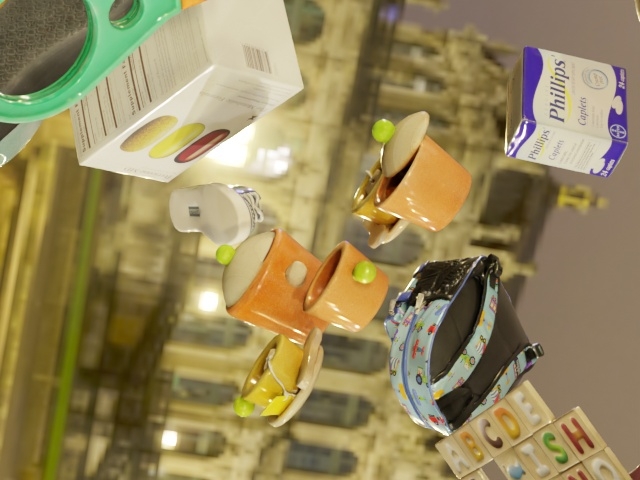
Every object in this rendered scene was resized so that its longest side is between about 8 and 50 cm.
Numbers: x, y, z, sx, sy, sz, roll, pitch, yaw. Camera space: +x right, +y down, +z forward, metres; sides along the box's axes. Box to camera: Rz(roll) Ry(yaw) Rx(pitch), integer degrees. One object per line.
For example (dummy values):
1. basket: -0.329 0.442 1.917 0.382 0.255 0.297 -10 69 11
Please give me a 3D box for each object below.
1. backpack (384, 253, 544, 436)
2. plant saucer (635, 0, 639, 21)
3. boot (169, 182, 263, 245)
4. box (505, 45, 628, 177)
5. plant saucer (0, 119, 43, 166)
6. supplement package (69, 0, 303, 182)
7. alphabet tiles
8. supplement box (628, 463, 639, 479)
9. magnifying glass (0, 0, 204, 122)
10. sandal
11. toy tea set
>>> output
1. backpack: 0.131 0.120 1.558 0.173 0.117 0.158 -56 129 -39
2. plant saucer: 0.412 -0.339 1.669 0.332 0.084 0.332 -178 -90 -86
3. boot: -0.094 -0.037 1.691 0.190 0.086 0.069 17 -67 62
4. box: 0.304 -0.160 1.901 0.072 0.137 0.126 110 -10 -53
5. plant saucer: -0.306 -0.069 1.222 0.195 0.195 0.037 132 -58 -78
6. supplement package: -0.159 -0.183 1.731 0.244 0.139 0.134 -31 -118 38
7. alphabet tiles: 0.200 0.225 1.315 0.198 0.009 0.237 55 -28 9
8. supplement box: 0.373 0.350 1.577 0.239 0.130 0.073 42 -24 39
9. magnifying glass: -0.103 -0.134 0.866 0.026 0.231 0.092 40 -34 39
10. sandal: -0.204 -0.123 1.089 0.254 0.097 0.054 -45 138 -24
11. toy tea set: 0.000 0.000 1.384 0.336 0.124 0.200 -52 -167 27
